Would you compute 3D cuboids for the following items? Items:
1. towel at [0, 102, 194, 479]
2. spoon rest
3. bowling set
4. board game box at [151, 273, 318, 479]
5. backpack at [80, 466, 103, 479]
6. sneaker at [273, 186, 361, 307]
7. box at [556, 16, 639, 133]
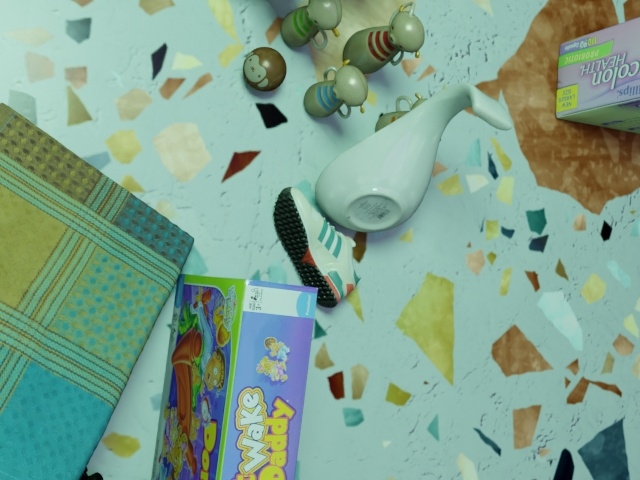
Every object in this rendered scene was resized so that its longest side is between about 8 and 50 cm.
[{"bbox_3d":[-0.295,0.059,0.764,0.271,0.040,0.370,38,44,-20],"label":"towel"},{"bbox_3d":[0.105,-0.096,0.936,0.137,0.276,0.084,26,47,-28],"label":"spoon rest"},{"bbox_3d":[0.023,-0.219,0.942,0.200,0.154,0.287,-28,100,-23],"label":"bowling set"},{"bbox_3d":[-0.106,0.212,0.830,0.078,0.233,0.347,9,85,-25],"label":"board game box"},{"bbox_3d":[-0.267,0.387,0.734,0.276,0.263,0.213,-35,104,-23],"label":"backpack"},{"bbox_3d":[0.000,0.000,0.990,0.075,0.057,0.161,-32,102,-38],"label":"sneaker"},{"bbox_3d":[0.510,-0.233,1.141,0.243,0.213,0.117,5,87,-25],"label":"box"}]
